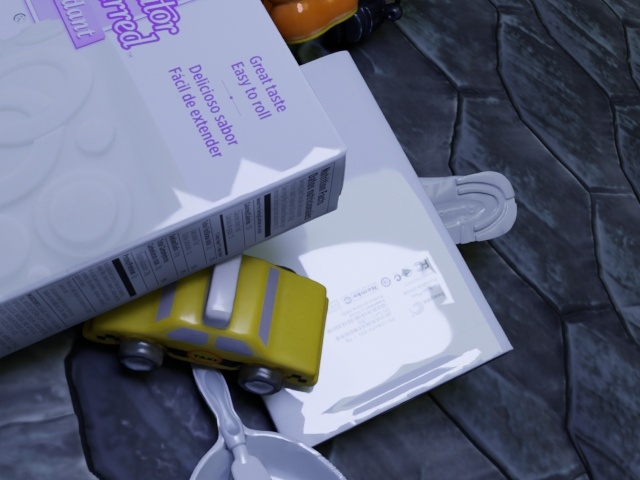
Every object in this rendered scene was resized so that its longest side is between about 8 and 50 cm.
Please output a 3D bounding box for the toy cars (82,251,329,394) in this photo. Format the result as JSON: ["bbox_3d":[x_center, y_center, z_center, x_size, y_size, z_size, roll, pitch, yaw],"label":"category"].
[{"bbox_3d":[-0.145,-0.031,0.623,0.176,0.087,0.394,-34,76,-30],"label":"toy cars"}]

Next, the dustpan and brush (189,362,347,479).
[{"bbox_3d":[-0.055,0.176,0.595,0.147,0.060,0.211,-15,48,-25],"label":"dustpan and brush"}]

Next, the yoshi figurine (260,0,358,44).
[{"bbox_3d":[-0.081,-0.382,0.766,0.203,0.203,0.362,-110,175,-59],"label":"yoshi figurine"}]

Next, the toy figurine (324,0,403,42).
[{"bbox_3d":[0.041,-0.361,0.917,0.213,0.209,0.148,42,42,-3],"label":"toy figurine"}]

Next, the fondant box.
[{"bbox_3d":[-0.181,-0.072,0.544,0.330,0.096,0.238,-24,70,-14],"label":"fondant box"}]

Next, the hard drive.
[{"bbox_3d":[0.000,0.000,0.709,0.210,0.040,0.319,-23,74,-12],"label":"hard drive"}]

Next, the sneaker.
[{"bbox_3d":[0.076,-0.024,0.810,0.235,0.095,0.090,-1,94,-14],"label":"sneaker"}]
